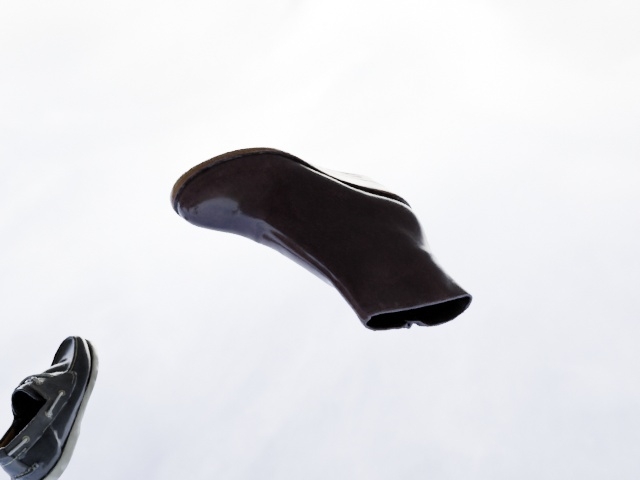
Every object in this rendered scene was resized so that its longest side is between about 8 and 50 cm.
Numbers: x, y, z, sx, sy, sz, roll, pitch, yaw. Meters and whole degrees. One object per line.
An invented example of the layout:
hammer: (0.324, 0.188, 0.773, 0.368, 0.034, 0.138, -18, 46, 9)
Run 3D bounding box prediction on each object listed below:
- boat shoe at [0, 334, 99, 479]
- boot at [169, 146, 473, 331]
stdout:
boat shoe: (-0.327, 0.188, 0.849, 0.084, 0.079, 0.233, -39, -153, 19)
boot: (0.000, 0.000, 0.661, 0.249, 0.090, 0.206, -1, -142, -27)
